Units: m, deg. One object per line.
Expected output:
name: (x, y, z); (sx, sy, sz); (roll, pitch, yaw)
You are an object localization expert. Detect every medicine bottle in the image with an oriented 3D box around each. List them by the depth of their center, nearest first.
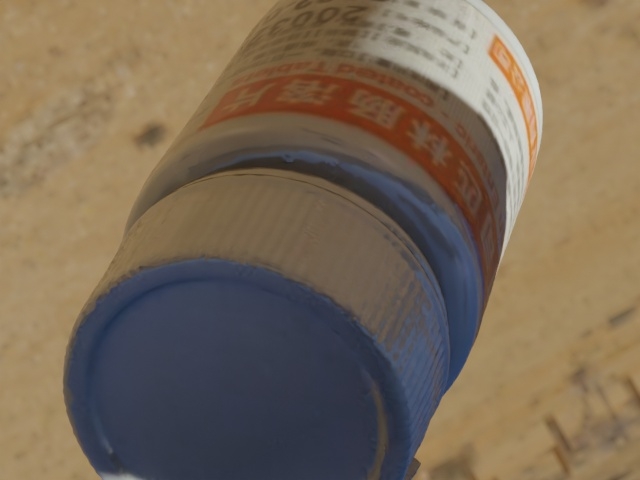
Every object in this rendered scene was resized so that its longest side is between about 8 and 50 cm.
medicine bottle: (0.000, 0.000, 0.764); (0.144, 0.144, 0.252); (-34, -165, 33)
